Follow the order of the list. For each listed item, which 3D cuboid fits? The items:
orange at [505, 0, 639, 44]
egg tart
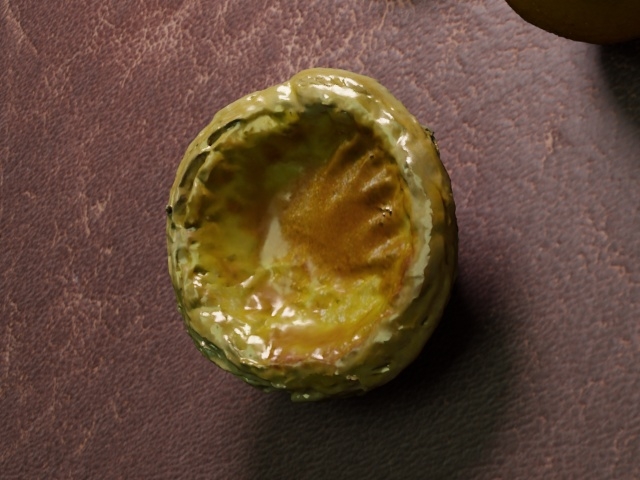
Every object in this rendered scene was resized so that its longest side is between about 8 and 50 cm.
[{"bbox_3d":[0.291,-0.340,1.516,0.274,0.274,0.274,-17,62,36],"label":"orange"},{"bbox_3d":[0.000,0.000,1.667,0.388,0.169,0.388,-2,86,31],"label":"egg tart"}]
